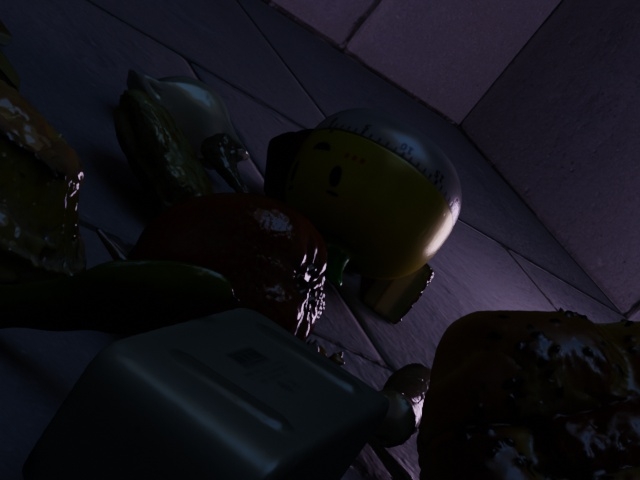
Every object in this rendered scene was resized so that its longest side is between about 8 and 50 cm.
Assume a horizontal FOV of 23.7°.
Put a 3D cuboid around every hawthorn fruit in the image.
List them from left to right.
[{"bbox_3d":[-0.129,0.039,1.694,0.262,0.211,0.210,10,7,16],"label":"hawthorn fruit"}]

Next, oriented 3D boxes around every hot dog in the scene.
[{"bbox_3d":[0.296,0.238,1.780,0.365,0.196,0.367,2,55,-1],"label":"hot dog"}]

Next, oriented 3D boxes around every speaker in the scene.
[{"bbox_3d":[-0.093,0.184,1.399,0.184,0.183,0.406,36,13,12],"label":"speaker"}]

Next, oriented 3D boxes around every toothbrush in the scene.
[{"bbox_3d":[0.034,0.220,1.910,0.026,0.022,0.263,3,37,-48],"label":"toothbrush"}]

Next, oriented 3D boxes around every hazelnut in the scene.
[{"bbox_3d":[-0.008,-0.106,2.517,0.170,0.161,0.201,31,14,12],"label":"hazelnut"}]

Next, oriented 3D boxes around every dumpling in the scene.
[{"bbox_3d":[-0.216,-0.186,2.374,0.229,0.124,0.151,42,-23,-12],"label":"dumpling"}]

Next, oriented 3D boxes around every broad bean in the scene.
[{"bbox_3d":[-0.239,0.054,1.442,0.325,0.075,0.067,-1,7,4],"label":"broad bean"}]

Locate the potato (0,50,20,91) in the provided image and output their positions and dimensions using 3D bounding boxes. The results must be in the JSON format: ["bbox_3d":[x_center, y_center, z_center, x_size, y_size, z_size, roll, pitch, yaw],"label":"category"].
[{"bbox_3d":[-0.436,-0.214,1.974,0.096,0.066,0.103,51,7,-11],"label":"potato"}]

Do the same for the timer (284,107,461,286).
[{"bbox_3d":[0.054,-0.031,2.272,0.285,0.285,0.285,36,14,-11],"label":"timer"}]

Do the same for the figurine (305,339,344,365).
[{"bbox_3d":[-0.014,0.182,1.804,0.176,0.121,0.122,14,56,-79],"label":"figurine"}]

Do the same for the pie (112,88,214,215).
[{"bbox_3d":[-0.211,-0.098,2.083,0.248,0.090,0.201,59,3,20],"label":"pie"}]

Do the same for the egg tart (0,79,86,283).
[{"bbox_3d":[-0.366,-0.090,1.617,0.352,0.150,0.352,40,13,-11],"label":"egg tart"}]

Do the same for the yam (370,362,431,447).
[{"bbox_3d":[0.107,0.209,1.957,0.081,0.081,0.356,41,6,7],"label":"yam"}]

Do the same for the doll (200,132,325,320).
[{"bbox_3d":[-0.076,-0.009,2.095,0.286,0.091,0.203,57,-11,46],"label":"doll"}]

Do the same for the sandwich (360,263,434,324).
[{"bbox_3d":[0.128,0.052,2.469,0.079,0.113,0.163,38,14,-6],"label":"sandwich"}]

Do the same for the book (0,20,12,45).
[{"bbox_3d":[-0.634,-0.410,2.150,0.389,0.032,0.269,22,20,-50],"label":"book"}]
